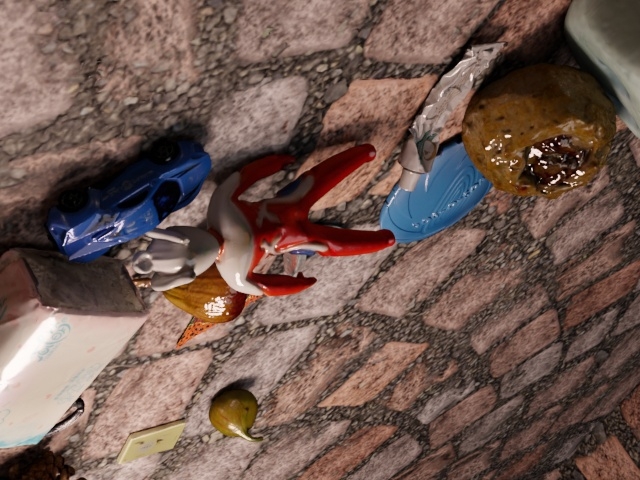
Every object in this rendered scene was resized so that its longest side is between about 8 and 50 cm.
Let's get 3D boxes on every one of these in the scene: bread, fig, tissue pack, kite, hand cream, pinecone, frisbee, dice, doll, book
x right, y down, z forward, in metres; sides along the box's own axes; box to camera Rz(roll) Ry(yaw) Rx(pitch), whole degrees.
[{"bbox_3d":[0.325,-0.151,1.681,0.230,0.123,0.230,-1,138,-1],"label":"bread"},{"bbox_3d":[-0.146,0.305,1.970,0.084,0.098,0.082,15,127,-42],"label":"fig"},{"bbox_3d":[-0.369,0.139,1.432,0.271,0.124,0.201,-48,154,20],"label":"tissue pack"},{"bbox_3d":[-0.144,0.090,1.730,0.222,0.008,0.125,-31,152,-9],"label":"kite"},{"bbox_3d":[0.174,-0.178,1.628,0.084,0.050,0.257,-9,136,-44],"label":"hand cream"},{"bbox_3d":[-0.437,0.423,1.773,0.179,0.150,0.195,-34,156,-17],"label":"pinecone"},{"bbox_3d":[0.203,-0.074,1.830,0.242,0.045,0.242,-26,151,-16],"label":"frisbee"},{"bbox_3d":[0.525,-0.285,1.622,0.268,0.264,0.262,-39,153,4],"label":"dice"},{"bbox_3d":[-0.071,-0.014,1.502,0.384,0.188,0.099,-16,-172,-35],"label":"doll"},{"bbox_3d":[-0.288,0.344,1.959,0.111,0.014,0.077,-11,143,-40],"label":"book"},{"bbox_3d":[-0.166,0.050,1.575,0.119,0.153,0.119,16,90,-76],"label":"fig"}]

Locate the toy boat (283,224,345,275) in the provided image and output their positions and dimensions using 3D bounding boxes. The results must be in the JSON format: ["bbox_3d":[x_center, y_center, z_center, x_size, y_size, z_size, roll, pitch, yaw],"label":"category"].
[{"bbox_3d":[0.000,0.000,1.738,0.122,0.034,0.096,-31,154,-29],"label":"toy boat"}]

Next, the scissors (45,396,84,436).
[{"bbox_3d":[-0.482,0.293,1.653,0.300,0.022,0.109,-27,148,-16],"label":"scissors"}]

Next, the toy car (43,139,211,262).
[{"bbox_3d":[-0.222,-0.044,1.369,0.216,0.063,0.103,-29,152,-14],"label":"toy car"}]
